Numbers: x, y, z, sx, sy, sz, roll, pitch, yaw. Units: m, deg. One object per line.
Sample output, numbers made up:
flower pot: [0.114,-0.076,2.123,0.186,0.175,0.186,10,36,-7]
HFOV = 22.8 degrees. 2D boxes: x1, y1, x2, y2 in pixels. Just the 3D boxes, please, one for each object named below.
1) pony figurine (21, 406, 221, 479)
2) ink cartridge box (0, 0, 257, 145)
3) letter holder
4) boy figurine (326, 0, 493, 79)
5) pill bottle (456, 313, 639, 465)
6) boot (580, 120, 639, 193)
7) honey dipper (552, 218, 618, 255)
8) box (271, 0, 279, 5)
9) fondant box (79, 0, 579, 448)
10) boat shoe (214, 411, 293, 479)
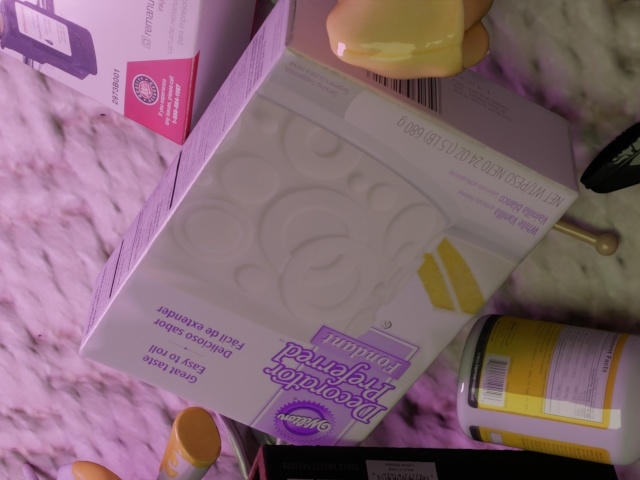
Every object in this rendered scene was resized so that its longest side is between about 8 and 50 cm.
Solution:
pony figurine: [-0.169,0.346,1.460,0.363,0.302,0.351,-32,77,55]
ink cartridge box: [-0.169,-0.205,1.181,0.237,0.100,0.172,27,138,14]
letter holder: [0.081,0.290,1.293,0.301,0.152,0.214,4,138,-16]
boy figurine: [0.086,-0.186,0.988,0.092,0.285,0.177,8,120,20]
pill bottle: [0.206,0.119,1.239,0.184,0.103,0.103,8,123,20]
boot: [0.262,-0.046,1.148,0.099,0.045,0.121,43,127,-9]
honey dipper: [0.154,-0.026,1.220,0.160,0.030,0.030,22,127,8]
box: [0.009,-0.228,1.152,0.145,0.038,0.186,-31,102,37]
fondant box: [0.000,0.000,1.178,0.238,0.096,0.330,25,128,-17]
boat shoe: [-0.065,0.094,1.352,0.098,0.096,0.277,-6,117,27]
